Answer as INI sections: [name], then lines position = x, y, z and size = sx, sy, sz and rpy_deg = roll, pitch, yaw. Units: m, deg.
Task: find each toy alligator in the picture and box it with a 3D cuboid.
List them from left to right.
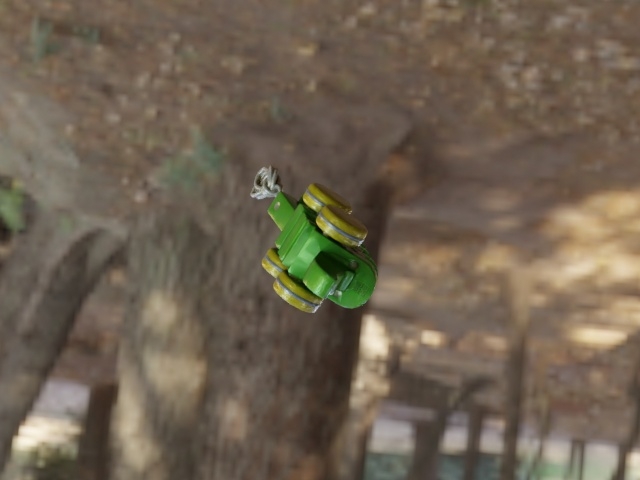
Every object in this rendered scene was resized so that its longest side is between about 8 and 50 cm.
[toy alligator]
position = 0.000, 0.000, 0.960
size = 0.051, 0.056, 0.190
rpy_deg = 29, -169, -20
